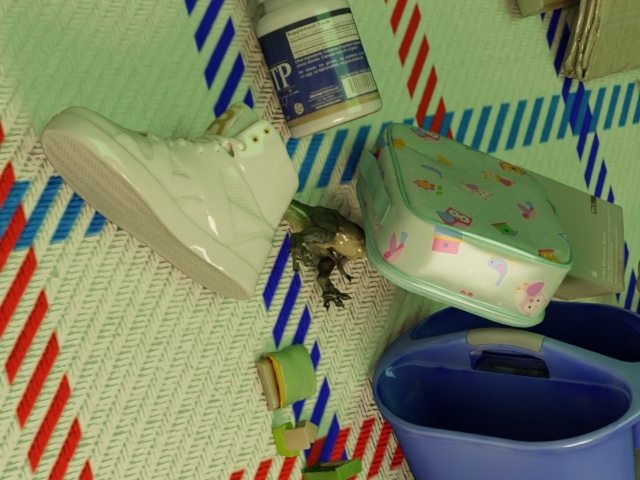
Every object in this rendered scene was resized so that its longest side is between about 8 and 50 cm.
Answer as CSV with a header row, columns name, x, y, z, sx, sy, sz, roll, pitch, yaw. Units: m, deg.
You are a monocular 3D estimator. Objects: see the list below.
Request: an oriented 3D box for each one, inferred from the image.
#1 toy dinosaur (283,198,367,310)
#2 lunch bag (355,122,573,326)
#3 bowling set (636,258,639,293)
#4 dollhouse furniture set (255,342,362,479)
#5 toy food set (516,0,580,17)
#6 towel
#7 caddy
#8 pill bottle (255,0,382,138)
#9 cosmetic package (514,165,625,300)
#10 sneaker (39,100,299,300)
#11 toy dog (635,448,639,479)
name,x,y,z,sx,sy,sz,roll,pitch,yaw
toy dinosaur,0.000,0.000,1.539,0.268,0.064,0.118,31,44,-32
lunch bag,0.150,-0.023,1.555,0.224,0.108,0.279,16,24,-12
bowling set,0.467,0.118,1.910,0.154,0.287,0.200,16,20,-1
dollhouse furniture set,-0.010,0.183,1.476,0.076,0.058,0.152,-15,90,-46
toy food set,0.356,-0.455,1.995,0.306,0.092,0.220,-22,94,-45
towel,0.455,-0.338,2.039,0.282,0.049,0.187,-17,124,-48
caddy,0.225,0.169,1.533,0.241,0.341,0.179,-51,132,-41
pill bottle,-0.010,-0.218,1.552,0.112,0.112,0.187,-22,94,-46
cosmetic package,0.288,-0.006,1.795,0.238,0.107,0.127,15,71,-45
sneaker,-0.139,-0.083,1.374,0.292,0.108,0.169,42,65,-40
toy dog,0.424,0.263,1.731,0.220,0.333,0.161,-28,91,-4
